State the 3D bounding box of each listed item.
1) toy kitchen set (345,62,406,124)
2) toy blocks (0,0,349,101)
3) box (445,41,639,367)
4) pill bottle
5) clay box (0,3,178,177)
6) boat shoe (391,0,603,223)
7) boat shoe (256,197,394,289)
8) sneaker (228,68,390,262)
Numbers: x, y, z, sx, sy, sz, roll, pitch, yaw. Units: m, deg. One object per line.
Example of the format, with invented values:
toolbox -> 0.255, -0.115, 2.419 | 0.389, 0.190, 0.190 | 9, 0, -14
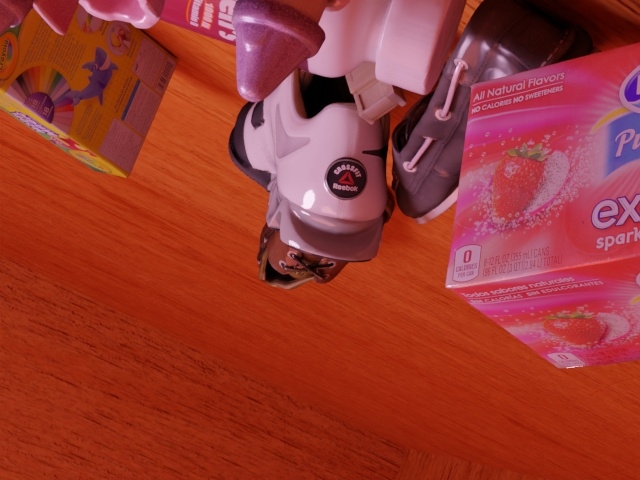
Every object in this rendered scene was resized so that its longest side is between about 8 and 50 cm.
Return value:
toy kitchen set -> 0.067, -0.128, 1.290 | 0.068, 0.083, 0.075 | -33, 139, 23
toy blocks -> -0.152, -0.198, 0.879 | 0.309, 0.260, 0.288 | 17, 168, 19
box -> 0.241, -0.032, 1.003 | 0.300, 0.154, 0.142 | -10, 149, 37
pill bottle -> -0.019, -0.176, 1.081 | 0.221, 0.121, 0.121 | 20, 168, 8
clay box -> -0.231, -0.160, 1.514 | 0.053, 0.127, 0.222 | 12, 164, 37
boat shoe -> 0.110, -0.101, 1.264 | 0.095, 0.112, 0.335 | 40, 161, -3
boat shoe -> 0.000, 0.000, 1.875 | 0.111, 0.104, 0.307 | 23, 168, -7
sneaker -> 0.002, -0.102, 1.441 | 0.122, 0.146, 0.330 | 6, -163, -16
